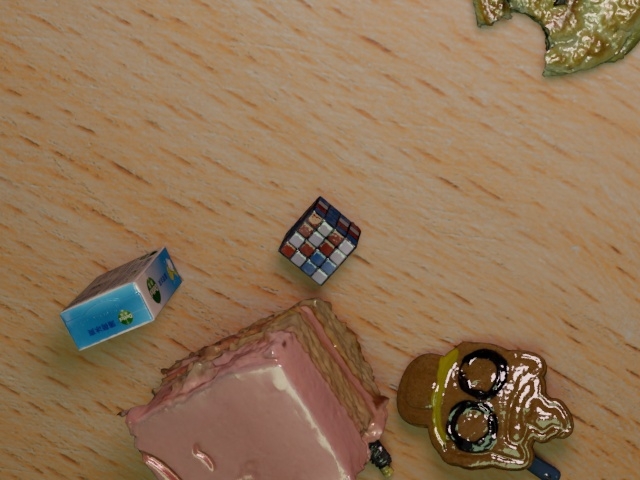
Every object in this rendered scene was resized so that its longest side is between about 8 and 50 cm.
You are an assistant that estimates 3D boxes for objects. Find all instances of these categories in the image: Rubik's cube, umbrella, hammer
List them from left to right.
[{"bbox_3d":[0.000,0.000,1.916,0.092,0.092,0.092,40,108,-6],"label":"Rubik's cube"},{"bbox_3d":[0.081,0.339,2.038,0.037,0.040,0.144,-37,100,-19],"label":"umbrella"},{"bbox_3d":[0.326,0.350,2.004,0.194,0.069,0.116,35,107,-13],"label":"hammer"}]

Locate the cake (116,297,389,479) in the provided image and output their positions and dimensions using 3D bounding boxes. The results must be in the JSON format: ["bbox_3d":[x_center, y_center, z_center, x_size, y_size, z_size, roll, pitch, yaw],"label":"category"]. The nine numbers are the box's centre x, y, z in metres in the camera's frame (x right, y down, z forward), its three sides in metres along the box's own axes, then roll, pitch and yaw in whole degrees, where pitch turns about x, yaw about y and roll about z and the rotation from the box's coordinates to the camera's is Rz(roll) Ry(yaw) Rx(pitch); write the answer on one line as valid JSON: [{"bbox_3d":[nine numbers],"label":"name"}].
[{"bbox_3d":[-0.084,0.279,1.887,0.314,0.307,0.293,-32,94,16],"label":"cake"}]

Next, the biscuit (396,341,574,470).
[{"bbox_3d":[0.263,0.268,1.938,0.290,0.041,0.208,9,80,19],"label":"biscuit"}]

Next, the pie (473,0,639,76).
[{"bbox_3d":[0.374,-0.392,1.766,0.302,0.067,0.303,2,107,8],"label":"pie"}]

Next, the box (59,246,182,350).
[{"bbox_3d":[-0.316,0.091,1.929,0.139,0.194,0.073,-23,102,13],"label":"box"}]
